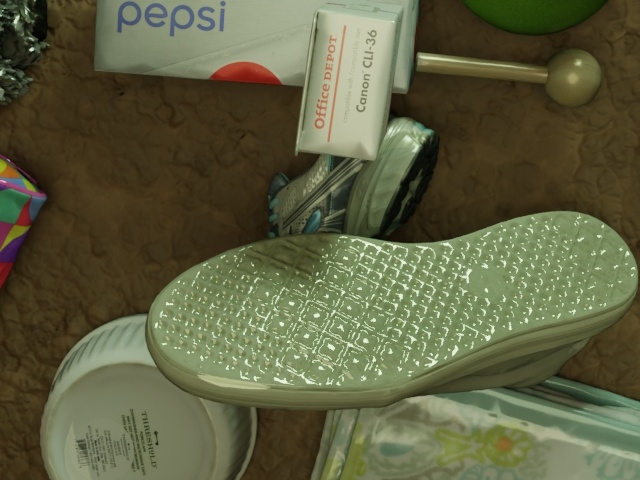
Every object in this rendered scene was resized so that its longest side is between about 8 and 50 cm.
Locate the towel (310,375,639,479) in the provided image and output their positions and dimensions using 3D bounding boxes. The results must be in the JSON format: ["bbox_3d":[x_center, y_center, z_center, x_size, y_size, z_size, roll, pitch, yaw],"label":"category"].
[{"bbox_3d":[0.164,0.278,1.503,0.374,0.090,0.320,16,104,3],"label":"towel"}]

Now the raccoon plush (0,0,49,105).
[{"bbox_3d":[-0.398,-0.128,1.382,0.216,0.299,0.446,25,102,1],"label":"raccoon plush"}]

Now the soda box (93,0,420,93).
[{"bbox_3d":[-0.056,-0.192,1.440,0.286,0.091,0.098,5,101,5],"label":"soda box"}]

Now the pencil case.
[{"bbox_3d":[-0.347,0.029,1.509,0.104,0.104,0.236,29,103,1],"label":"pencil case"}]

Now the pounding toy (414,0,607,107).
[{"bbox_3d":[0.195,-0.241,1.366,0.183,0.110,0.237,11,94,-15],"label":"pounding toy"}]

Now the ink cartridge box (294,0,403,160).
[{"bbox_3d":[0.025,-0.131,1.294,0.067,0.198,0.115,8,104,4],"label":"ink cartridge box"}]

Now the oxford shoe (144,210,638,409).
[{"bbox_3d":[0.065,0.075,1.368,0.449,0.130,0.169,-8,60,-25],"label":"oxford shoe"}]

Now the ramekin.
[{"bbox_3d":[-0.167,0.180,1.507,0.207,0.109,0.207,1,100,6],"label":"ramekin"}]

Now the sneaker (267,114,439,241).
[{"bbox_3d":[0.000,0.000,1.477,0.122,0.110,0.283,31,100,19],"label":"sneaker"}]
